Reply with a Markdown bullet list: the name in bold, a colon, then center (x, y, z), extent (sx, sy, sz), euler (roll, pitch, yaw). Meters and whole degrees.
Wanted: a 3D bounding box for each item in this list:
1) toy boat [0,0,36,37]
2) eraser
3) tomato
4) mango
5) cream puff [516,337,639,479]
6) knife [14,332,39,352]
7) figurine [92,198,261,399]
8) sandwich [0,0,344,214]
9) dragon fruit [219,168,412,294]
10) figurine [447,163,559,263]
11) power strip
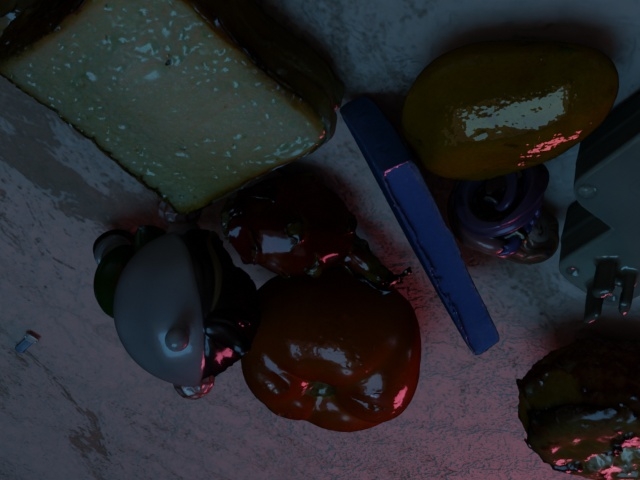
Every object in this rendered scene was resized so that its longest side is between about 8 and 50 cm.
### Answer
- **toy boat**: center (-0.378, -0.238, 1.187), extent (0.206, 0.064, 0.072), euler (-8, 152, 31)
- **eraser**: center (0.116, -0.013, 1.163), extent (0.043, 0.144, 0.311), euler (-29, 130, 3)
- **tomato**: center (0.020, 0.139, 1.370), extent (0.260, 0.180, 0.259), euler (13, 146, 9)
- **mango**: center (0.176, -0.129, 1.001), extent (0.227, 0.109, 0.147), euler (-20, 126, 42)
- **cream puff**: center (0.364, 0.209, 1.306), extent (0.240, 0.163, 0.240), euler (6, 153, 3)
- **knife**: center (-0.523, 0.182, 1.850), extent (0.027, 0.010, 0.096), euler (33, 145, -17)
- **figurine**: center (-0.200, 0.068, 1.321), extent (0.370, 0.167, 0.281), euler (22, 119, 58)
- **sandwich**: center (-0.154, -0.173, 1.095), extent (0.271, 0.099, 0.301), euler (-24, 132, 33)
- **dragon fruit**: center (0.000, 0.000, 1.256), extent (0.246, 0.125, 0.125), euler (29, 125, -16)
- **figurine**: center (0.198, -0.026, 1.128), extent (0.114, 0.126, 0.157), euler (-22, 147, 6)
- **power strip**: center (0.350, -0.016, 1.042), extent (0.229, 0.141, 0.261), euler (33, 140, -14)
